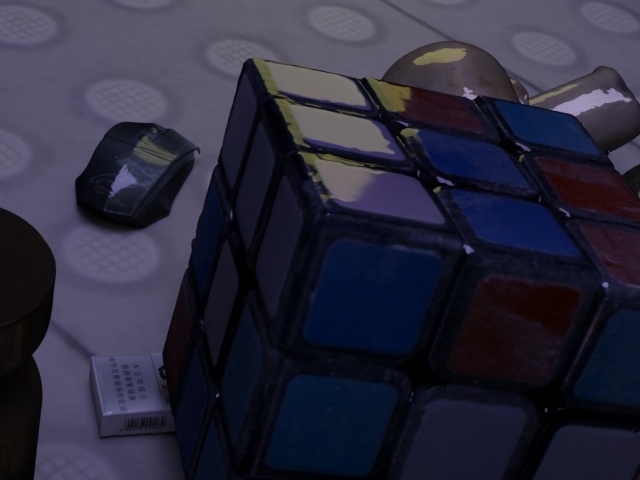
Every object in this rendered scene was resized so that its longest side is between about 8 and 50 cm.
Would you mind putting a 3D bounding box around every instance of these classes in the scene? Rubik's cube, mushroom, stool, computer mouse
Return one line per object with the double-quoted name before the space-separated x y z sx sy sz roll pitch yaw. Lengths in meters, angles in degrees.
"Rubik's cube" 0.074 0.077 1.070 0.359 0.363 0.362 9 29 -15
"mushroom" 0.229 -0.124 1.509 0.336 0.314 0.314 -25 46 -6
"stool" -0.330 0.119 1.062 0.179 0.264 0.179 10 37 -8
"computer mouse" -0.231 -0.101 1.548 0.126 0.071 0.231 19 36 5

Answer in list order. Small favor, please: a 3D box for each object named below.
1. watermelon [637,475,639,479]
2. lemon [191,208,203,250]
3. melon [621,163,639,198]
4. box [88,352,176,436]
"watermelon" 0.408 0.267 1.161 0.302 0.151 0.264 21 23 -10
"lemon" -0.005 -0.001 1.357 0.263 0.236 0.236 2 38 -15
"melon" 0.447 0.040 1.461 0.238 0.237 0.301 -2 43 -21
"box" -0.156 0.156 1.262 0.154 0.040 0.084 -2 39 -20
